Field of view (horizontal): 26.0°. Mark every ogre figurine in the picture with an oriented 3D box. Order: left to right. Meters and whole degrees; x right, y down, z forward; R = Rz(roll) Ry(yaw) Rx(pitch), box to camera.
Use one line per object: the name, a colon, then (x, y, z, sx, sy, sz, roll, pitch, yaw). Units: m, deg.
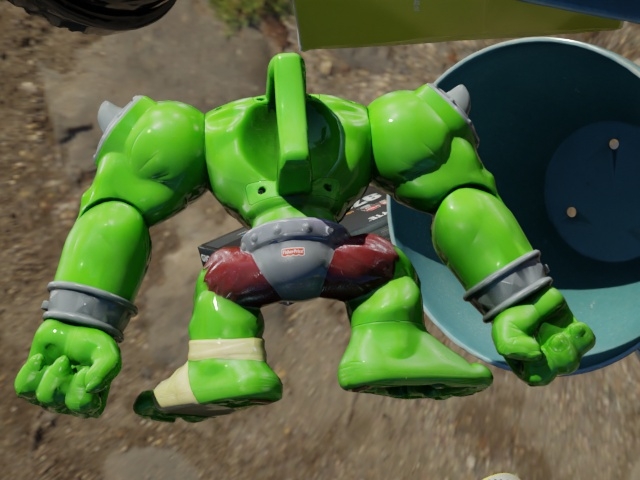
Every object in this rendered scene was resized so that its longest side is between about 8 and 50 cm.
ogre figurine: (-0.006, 0.001, 0.503, 0.197, 0.097, 0.118, -8, 75, 15)

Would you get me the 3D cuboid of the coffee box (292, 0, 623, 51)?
coffee box: (0.124, -0.412, 1.321, 0.338, 0.338, 0.334, -3, 66, 4)

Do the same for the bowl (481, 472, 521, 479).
bowl: (0.175, 0.316, 1.325, 0.080, 0.170, 0.170, 26, 100, 39)

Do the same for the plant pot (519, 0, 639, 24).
plant pot: (0.189, -0.290, 0.691, 0.341, 0.341, 0.334, 11, 94, 8)

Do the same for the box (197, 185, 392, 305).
box: (0.000, 0.000, 1.538, 0.220, 0.175, 0.051, -23, 109, -28)

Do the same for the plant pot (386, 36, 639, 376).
plant pot: (0.233, -0.036, 1.258, 0.290, 0.195, 0.290, 4, 98, 31)

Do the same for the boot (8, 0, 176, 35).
boot: (-0.111, -0.237, 0.808, 0.260, 0.348, 0.131, -7, 73, 28)

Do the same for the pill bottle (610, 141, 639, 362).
pill bottle: (0.389, 0.017, 1.588, 0.146, 0.146, 0.264, -24, 107, 11)
